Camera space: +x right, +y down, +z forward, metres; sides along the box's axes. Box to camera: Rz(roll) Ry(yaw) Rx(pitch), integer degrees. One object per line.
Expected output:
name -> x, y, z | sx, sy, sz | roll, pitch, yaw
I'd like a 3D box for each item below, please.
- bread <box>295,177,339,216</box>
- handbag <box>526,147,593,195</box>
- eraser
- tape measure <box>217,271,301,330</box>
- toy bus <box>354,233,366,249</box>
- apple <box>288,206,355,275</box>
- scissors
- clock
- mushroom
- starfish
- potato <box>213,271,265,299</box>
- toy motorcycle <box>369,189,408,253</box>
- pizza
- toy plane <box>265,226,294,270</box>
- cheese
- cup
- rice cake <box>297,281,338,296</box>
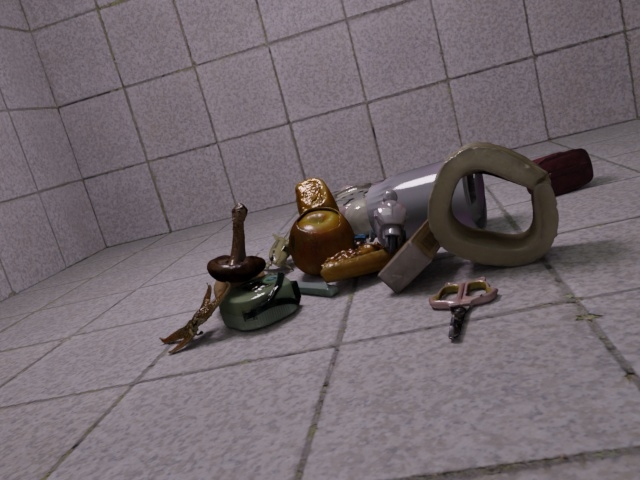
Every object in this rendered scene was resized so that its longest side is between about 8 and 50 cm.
bread -> -0.006, -0.088, 2.117 | 0.132, 0.166, 0.294 | -27, -31, -6
handbag -> 0.864, -0.246, 2.113 | 0.225, 0.146, 0.135 | -16, 6, -2
eraser -> 0.273, 0.024, 1.617 | 0.144, 0.078, 0.343 | -50, -6, 28
tape measure -> -0.149, 0.153, 1.605 | 0.235, 0.115, 0.207 | -23, 11, -33
toy bus -> 0.131, 0.022, 1.866 | 0.038, 0.083, 0.046 | -1, 24, 11
apple -> 0.000, 0.000, 1.896 | 0.237, 0.207, 0.237 | -14, 12, 3
scissors -> 0.308, 0.144, 1.277 | 0.160, 0.024, 0.317 | -11, 13, 20
clock -> 0.139, -0.120, 2.384 | 0.342, 0.184, 0.326 | -12, 15, 42
mushroom -> -0.239, 0.005, 1.641 | 0.148, 0.217, 0.227 | 1, 7, 5
starfish -> -0.332, 0.205, 1.575 | 0.247, 0.050, 0.138 | -48, 26, -7
potato -> -0.254, 0.137, 1.780 | 0.161, 0.128, 0.235 | -11, 17, 30
toy motorcycle -> 0.204, -0.065, 1.706 | 0.110, 0.170, 0.260 | 2, 17, 1
pizza -> 0.130, 0.052, 1.737 | 0.366, 0.073, 0.182 | -14, 17, -32
toy plane -> -0.143, 0.037, 2.094 | 0.242, 0.104, 0.256 | -48, 22, 16
cheese -> 0.449, -0.092, 1.496 | 0.332, 0.292, 0.153 | 17, 21, 9
cup -> 0.363, -0.125, 1.942 | 0.372, 0.253, 0.253 | -12, 11, 30
rice cake -> -0.014, 0.139, 1.694 | 0.042, 0.030, 0.180 | -29, 17, -34
